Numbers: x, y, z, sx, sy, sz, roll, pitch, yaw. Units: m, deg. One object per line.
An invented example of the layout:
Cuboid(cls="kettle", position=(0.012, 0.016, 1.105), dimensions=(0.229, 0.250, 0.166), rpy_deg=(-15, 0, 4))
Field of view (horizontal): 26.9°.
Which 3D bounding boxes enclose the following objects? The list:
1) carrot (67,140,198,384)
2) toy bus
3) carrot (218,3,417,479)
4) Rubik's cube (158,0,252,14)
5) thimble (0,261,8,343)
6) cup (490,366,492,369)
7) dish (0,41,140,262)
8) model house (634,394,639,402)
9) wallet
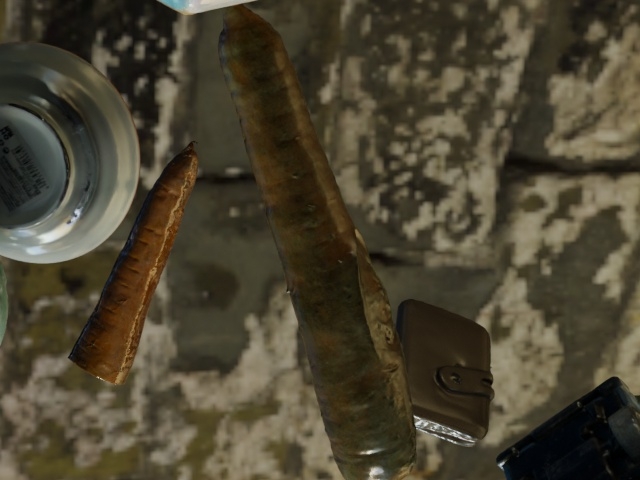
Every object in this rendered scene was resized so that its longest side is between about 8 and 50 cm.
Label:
Cuboid(cls="carrot", position=(-0.154, 0.017, 1.167), dimensions=(0.224, 0.057, 0.057), rpy_deg=(-66, 25, 7))
Cuboid(cls="toy bus", position=(0.215, 0.219, 0.867), dimensions=(0.116, 0.133, 0.234), rpy_deg=(-37, 35, 16))
Cuboid(cls="carrot", position=(-0.001, 0.000, 0.886), dimensions=(0.070, 0.070, 0.342), rpy_deg=(0, 108, 69))
Cuboid(cls="Rubik's cube", position=(-0.053, -0.334, 0.791), dimensions=(0.291, 0.291, 0.290), rpy_deg=(33, 127, 32))
Cuboid(cls="thimble", position=(-0.457, 0.073, 1.457), dimensions=(0.198, 0.235, 0.143), rpy_deg=(63, -174, 13))
Cuboid(cls="cup", position=(0.136, 0.159, 1.598), dimensions=(0.099, 0.074, 0.102), rpy_deg=(40, 109, 14))
Cuboid(cls="dish", position=(-0.339, -0.090, 1.509), dimensions=(0.085, 0.260, 0.260), rpy_deg=(-57, -27, -72))
Cuboid(cls="model house", position=(0.369, 0.317, 1.437), dimensions=(0.321, 0.261, 0.266), rpy_deg=(-51, 14, -28))
Cuboid(cls="wallet", position=(0.128, 0.137, 1.407), dimensions=(0.039, 0.118, 0.153), rpy_deg=(123, 161, -44))
